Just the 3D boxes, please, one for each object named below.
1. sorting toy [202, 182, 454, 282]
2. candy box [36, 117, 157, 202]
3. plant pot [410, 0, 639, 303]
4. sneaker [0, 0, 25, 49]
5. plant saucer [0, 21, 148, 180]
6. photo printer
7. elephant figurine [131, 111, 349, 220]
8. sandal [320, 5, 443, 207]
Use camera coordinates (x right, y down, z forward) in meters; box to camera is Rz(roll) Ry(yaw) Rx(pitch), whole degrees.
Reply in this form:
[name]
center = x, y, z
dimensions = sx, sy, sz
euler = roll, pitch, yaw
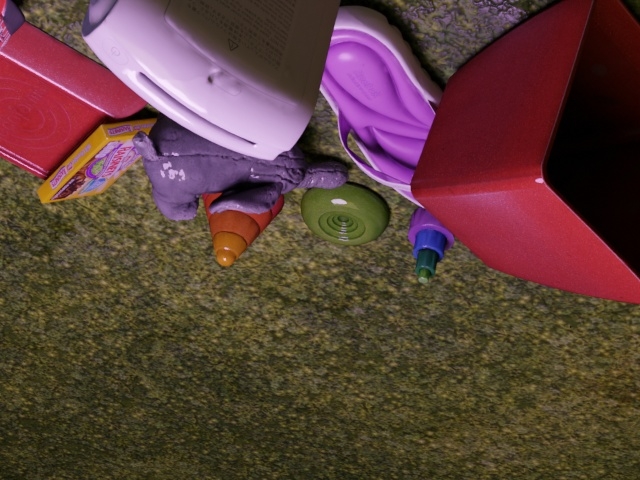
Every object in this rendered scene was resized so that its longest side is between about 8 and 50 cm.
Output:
[sorting toy]
center = 0.000, 0.000, 1.825
dimensions = 0.365, 0.126, 0.127
euler = 8, 145, 7
[candy box]
center = -0.299, -0.109, 1.800
dimensions = 0.105, 0.027, 0.206
euler = -15, 167, -42
[plant pot]
center = 0.264, -0.092, 1.517
dimensions = 0.236, 0.267, 0.267
euler = -9, 141, 45
[sneaker]
center = -0.469, -0.288, 1.518
dimensions = 0.090, 0.145, 0.270
euler = 33, 169, 39
[plant saucer]
center = -0.399, -0.181, 1.762
dimensions = 0.259, 0.048, 0.258
euler = 30, 141, -23
[photo printer]
center = -0.102, -0.245, 1.351
dimensions = 0.256, 0.307, 0.107
euler = 32, 141, -27
[elephant figurine]
center = -0.095, -0.104, 1.687
dimensions = 0.239, 0.186, 0.169
euler = 6, 131, 9
[sandal]
center = 0.102, -0.122, 1.640
dimensions = 0.169, 0.102, 0.416
euler = -16, 136, 35
